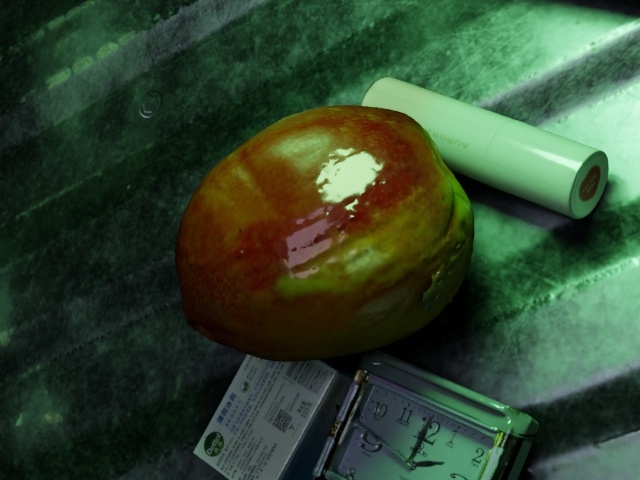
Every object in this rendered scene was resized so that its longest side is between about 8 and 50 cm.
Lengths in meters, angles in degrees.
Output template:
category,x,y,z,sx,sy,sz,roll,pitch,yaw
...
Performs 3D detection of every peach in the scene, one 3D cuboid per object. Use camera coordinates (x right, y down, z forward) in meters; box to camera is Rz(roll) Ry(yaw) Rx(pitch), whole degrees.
category,x,y,z,sx,sy,sz,roll,pitch,yaw
peach,-0.001,-0.001,1.465,0.372,0.290,0.373,-14,55,21

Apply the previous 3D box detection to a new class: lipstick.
category,x,y,z,sx,sy,sz,roll,pitch,yaw
lipstick,0.196,-0.121,1.511,0.326,0.087,0.087,25,88,37

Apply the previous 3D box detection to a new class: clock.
category,x,y,z,sx,sy,sz,roll,pitch,yaw
clock,0.120,0.252,1.434,0.253,0.083,0.186,21,85,36

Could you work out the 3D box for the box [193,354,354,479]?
category,x,y,z,sx,sy,sz,roll,pitch,yaw
box,-0.055,0.228,1.560,0.139,0.073,0.194,29,91,36
